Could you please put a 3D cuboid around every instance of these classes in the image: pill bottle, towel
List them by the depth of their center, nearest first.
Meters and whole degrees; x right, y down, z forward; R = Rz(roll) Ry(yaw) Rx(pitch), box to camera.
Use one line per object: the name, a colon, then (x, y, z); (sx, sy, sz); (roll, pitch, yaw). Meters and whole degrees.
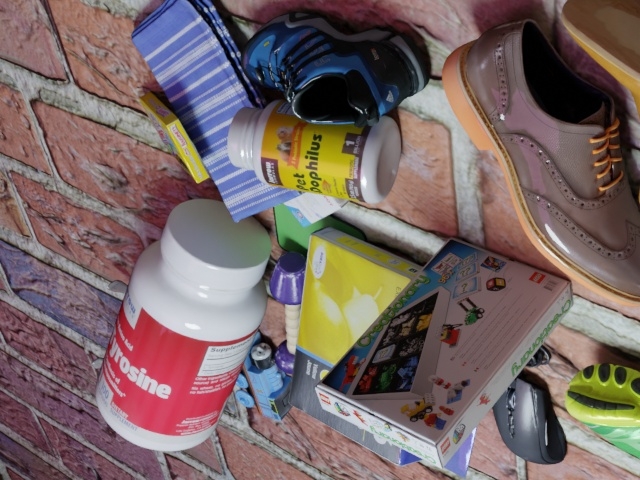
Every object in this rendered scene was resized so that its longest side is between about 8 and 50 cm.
pill bottle: (-0.010, -0.121, 1.704); (0.215, 0.117, 0.117); (11, 137, 21)
towel: (-0.155, -0.191, 1.877); (0.243, 0.040, 0.336); (-18, 103, 60)
pill bottle: (-0.223, 0.140, 2.147); (0.229, 0.229, 0.407); (36, 127, 18)

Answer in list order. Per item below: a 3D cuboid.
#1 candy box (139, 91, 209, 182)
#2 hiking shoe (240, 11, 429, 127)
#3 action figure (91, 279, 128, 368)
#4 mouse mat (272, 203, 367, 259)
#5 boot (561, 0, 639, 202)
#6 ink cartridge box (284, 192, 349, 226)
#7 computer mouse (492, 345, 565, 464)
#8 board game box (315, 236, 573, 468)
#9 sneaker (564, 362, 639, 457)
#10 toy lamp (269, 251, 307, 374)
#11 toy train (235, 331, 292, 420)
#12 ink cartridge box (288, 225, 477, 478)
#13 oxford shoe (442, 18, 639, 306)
candy box: (-0.228, -0.162, 1.990); (0.105, 0.027, 0.206); (65, 170, -24)
hiking shoe: (-0.013, -0.214, 1.632); (0.304, 0.132, 0.113); (10, 134, 46)
action figure: (-0.289, 0.199, 2.461); (0.330, 0.178, 0.341); (35, 107, 37)
mouse mat: (0.000, 0.000, 1.998); (0.190, 0.007, 0.152); (30, 147, 27)
boot: (0.354, -0.110, 1.325); (0.295, 0.104, 0.211); (33, 147, 15)
ink cartridge box: (-0.009, -0.080, 1.868); (0.088, 0.052, 0.122); (51, 152, -8)
computer mouse: (0.261, 0.235, 1.897); (0.184, 0.060, 0.262); (19, 140, 38)
board game box: (0.162, 0.134, 1.657); (0.193, 0.305, 0.053); (23, 145, 36)
sneaker: (0.458, 0.235, 1.633); (0.295, 0.109, 0.123); (18, 161, 38)
toy lamp: (-0.045, 0.118, 2.126); (0.080, 0.080, 0.274); (34, 150, 21)
toy train: (-0.111, 0.246, 2.366); (0.105, 0.080, 0.184); (12, 135, 32)
ink cartridge box: (0.099, 0.171, 1.901); (0.307, 0.072, 0.303); (25, 119, 34)
oxford shoe: (0.284, -0.082, 1.430); (0.363, 0.130, 0.133); (51, 144, -8)
